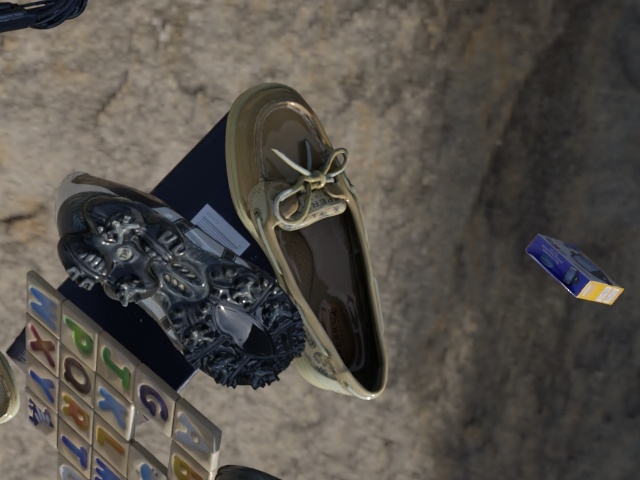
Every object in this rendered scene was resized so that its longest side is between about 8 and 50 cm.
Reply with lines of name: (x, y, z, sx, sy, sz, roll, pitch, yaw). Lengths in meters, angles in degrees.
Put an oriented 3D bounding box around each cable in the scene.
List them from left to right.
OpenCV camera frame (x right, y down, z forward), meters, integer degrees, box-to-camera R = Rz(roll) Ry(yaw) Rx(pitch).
cable: (-0.361, -0.328, 1.737, 0.047, 0.184, 0.151, 81, -4, -71)

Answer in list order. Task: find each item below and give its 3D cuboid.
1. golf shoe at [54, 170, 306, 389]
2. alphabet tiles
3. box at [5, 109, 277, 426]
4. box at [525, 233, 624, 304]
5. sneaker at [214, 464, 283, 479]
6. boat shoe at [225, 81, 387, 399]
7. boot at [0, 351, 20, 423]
golf shoe: (-0.086, 0.018, 0.887, 0.077, 0.094, 0.198, -44, 127, 4)
alphabet tiles: (-0.153, 0.161, 1.039, 0.009, 0.198, 0.237, -30, 145, -38)
box: (-0.185, 0.050, 1.707, 0.179, 0.312, 0.343, 43, 68, -4)
box: (0.280, 0.032, 1.574, 0.028, 0.081, 0.136, -51, 154, 12)
sneaker: (0.017, 0.242, 0.895, 0.227, 0.087, 0.130, 25, 76, -7)
boat shoe: (0.000, 0.000, 1.230, 0.104, 0.089, 0.285, -25, 107, -21)
boot: (-0.448, 0.134, 1.708, 0.213, 0.077, 0.165, 60, 1, 1)
